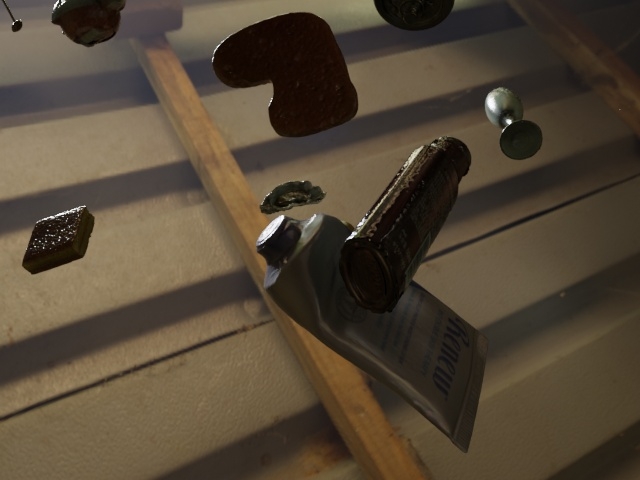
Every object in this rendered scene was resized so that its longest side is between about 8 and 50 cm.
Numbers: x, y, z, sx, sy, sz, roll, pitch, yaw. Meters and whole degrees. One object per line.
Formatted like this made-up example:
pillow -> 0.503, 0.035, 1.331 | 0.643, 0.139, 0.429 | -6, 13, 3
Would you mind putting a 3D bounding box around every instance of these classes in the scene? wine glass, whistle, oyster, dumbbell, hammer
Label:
wine glass -> 0.555, -0.309, 1.634 | 0.264, 0.096, 0.310 | -6, -153, 9
whistle -> -0.496, -0.544, 1.519 | 0.142, 0.346, 0.134 | 17, -114, -48
oyster -> -0.044, -0.069, 1.186 | 0.100, 0.037, 0.098 | 15, -138, 25
dumbbell -> 0.225, -0.640, 1.470 | 0.179, 0.179, 0.407 | 14, -117, -5
hammer -> -0.517, -0.394, 1.070 | 0.014, 0.029, 0.123 | -28, -91, -53

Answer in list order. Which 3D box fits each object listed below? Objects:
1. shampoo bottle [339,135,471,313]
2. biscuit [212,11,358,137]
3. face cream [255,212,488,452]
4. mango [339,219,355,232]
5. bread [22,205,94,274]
shampoo bottle -> 0.132, -0.044, 0.943 | 0.084, 0.129, 0.323 | 4, -142, 31
biscuit -> -0.073, -0.335, 1.386 | 0.262, 0.052, 0.277 | -23, -100, 3
face cream -> 0.082, 0.113, 1.006 | 0.420, 0.137, 0.235 | 38, -140, -8
mango -> -0.001, 0.002, 1.544 | 0.191, 0.086, 0.122 | -15, -154, -14
bread -> -0.393, 0.000, 0.994 | 0.094, 0.035, 0.090 | -17, -135, 14
